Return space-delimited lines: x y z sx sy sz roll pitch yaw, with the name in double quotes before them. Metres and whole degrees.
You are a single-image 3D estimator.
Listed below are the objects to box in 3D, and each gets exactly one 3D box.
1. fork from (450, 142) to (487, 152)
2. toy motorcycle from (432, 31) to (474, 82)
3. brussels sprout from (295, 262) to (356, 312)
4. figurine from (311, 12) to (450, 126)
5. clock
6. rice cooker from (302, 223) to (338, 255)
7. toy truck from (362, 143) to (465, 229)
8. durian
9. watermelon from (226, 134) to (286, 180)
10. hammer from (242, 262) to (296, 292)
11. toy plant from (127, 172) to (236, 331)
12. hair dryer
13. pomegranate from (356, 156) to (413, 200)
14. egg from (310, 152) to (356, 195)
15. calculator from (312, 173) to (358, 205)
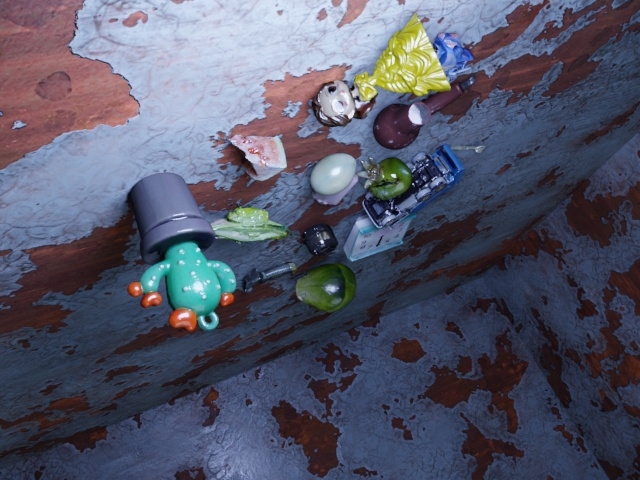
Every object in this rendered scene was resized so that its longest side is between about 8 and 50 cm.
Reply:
"fork" 0.547 -0.340 1.976 0.220 0.028 0.034 -10 156 -36
"toy motorcycle" 0.327 -0.473 1.383 0.114 0.076 0.205 -46 153 24
"brussels sprout" 0.027 0.213 2.386 0.272 0.219 0.210 -5 166 -1
"figurine" 0.123 -0.369 1.270 0.315 0.187 0.168 -25 -163 17
"clock" 0.230 -0.044 2.187 0.262 0.116 0.231 -19 152 -22
"rice cooker" 0.000 0.000 2.019 0.112 0.106 0.165 -30 169 17
"toy truck" 0.339 -0.187 1.931 0.367 0.146 0.175 -35 161 20
"durian" -0.225 -0.045 1.653 0.375 0.106 0.132 -4 147 -42
"watermelon" -0.151 -0.222 1.370 0.121 0.097 0.158 -27 154 -1
"hammer" -0.204 0.139 2.180 0.227 0.041 0.158 -16 158 -23
"toy plant" -0.334 0.036 1.318 0.185 0.400 0.279 -30 159 12
"hair dryer" 0.311 -0.372 1.449 0.341 0.123 0.312 -33 -173 -10
"pomegranate" 0.210 -0.208 1.762 0.152 0.131 0.191 -34 150 26
"egg" 0.039 -0.199 1.601 0.152 0.114 0.114 -34 157 10
"calculator" 0.047 -0.175 1.731 0.100 0.032 0.175 19 136 -27
